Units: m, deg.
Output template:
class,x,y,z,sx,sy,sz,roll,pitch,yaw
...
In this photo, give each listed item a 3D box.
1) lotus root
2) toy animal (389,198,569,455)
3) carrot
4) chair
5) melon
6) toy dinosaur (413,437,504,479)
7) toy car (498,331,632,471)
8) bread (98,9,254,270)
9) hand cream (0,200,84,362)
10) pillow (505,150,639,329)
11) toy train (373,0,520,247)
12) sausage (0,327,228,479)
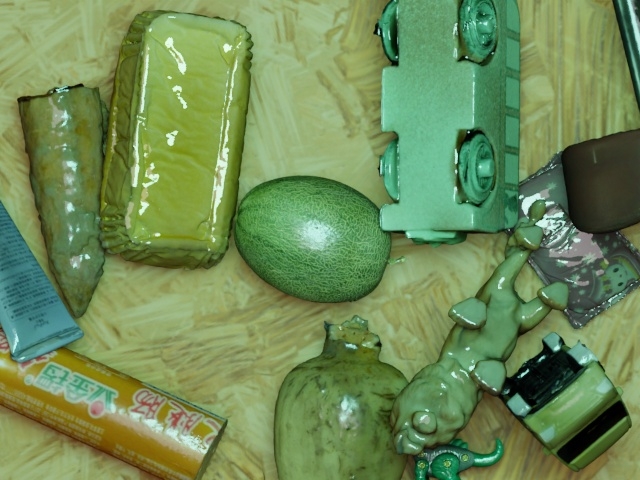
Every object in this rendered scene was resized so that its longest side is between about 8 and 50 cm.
class,x,y,z,sx,sy,sz,roll,pitch,yaw
lotus root,0.028,0.216,1.634,0.154,0.140,0.256,2,96,9
toy animal,0.167,0.108,1.591,0.097,0.157,0.312,39,50,3
carrot,-0.280,-0.044,1.673,0.102,0.102,0.263,-6,92,2
chair,0.331,-0.220,1.587,0.227,0.226,0.401,-12,89,2
melon,0.000,0.000,1.637,0.192,0.139,0.139,16,90,-5
toy dinosaur,0.138,0.235,1.673,0.132,0.059,0.096,2,84,10
toy car,0.259,0.175,1.568,0.101,0.256,0.124,-41,91,1
bread,-0.154,-0.111,1.641,0.153,0.119,0.288,6,90,-20
hand cream,-0.358,0.015,1.670,0.088,0.055,0.256,-21,72,-37
pillow,0.276,-0.001,1.675,0.118,0.043,0.185,-36,91,5
toy train,0.142,-0.154,1.615,0.129,0.159,0.326,-1,87,30
sausage,-0.263,0.176,1.669,0.312,0.093,0.093,24,90,2
